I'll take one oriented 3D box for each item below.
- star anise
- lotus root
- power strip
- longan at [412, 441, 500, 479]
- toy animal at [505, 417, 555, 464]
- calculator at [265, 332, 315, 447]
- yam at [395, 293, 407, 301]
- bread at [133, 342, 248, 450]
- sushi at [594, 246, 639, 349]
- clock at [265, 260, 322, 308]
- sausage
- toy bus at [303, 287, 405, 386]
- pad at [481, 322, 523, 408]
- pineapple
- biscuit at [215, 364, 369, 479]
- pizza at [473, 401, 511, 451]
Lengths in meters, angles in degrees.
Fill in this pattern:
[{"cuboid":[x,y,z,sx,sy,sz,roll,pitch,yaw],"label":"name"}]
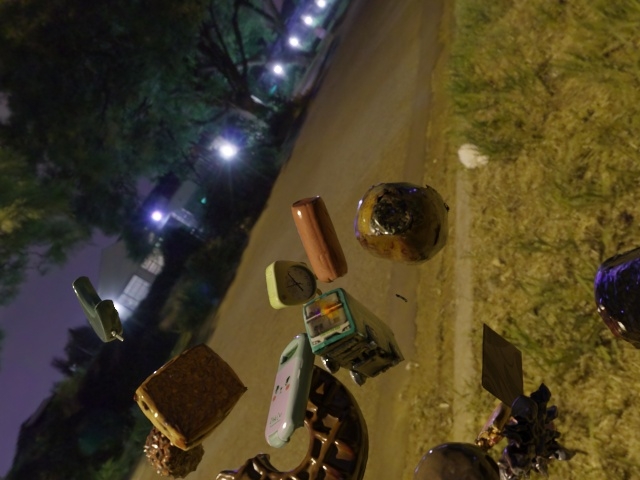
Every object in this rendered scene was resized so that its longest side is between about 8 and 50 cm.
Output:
[{"cuboid":[0.520,0.492,1.357,0.129,0.212,0.283,6,71,56],"label":"star anise"},{"cuboid":[0.182,-0.033,1.201,0.397,0.195,0.179,10,-104,-74],"label":"lotus root"},{"cuboid":[-0.505,0.171,1.270,0.044,0.137,0.216,-27,32,-31],"label":"power strip"},{"cuboid":[0.430,0.791,1.703,0.319,0.318,0.319,-56,10,15],"label":"longan"},{"cuboid":[0.688,0.636,1.789,0.197,0.171,0.171,13,-65,-56],"label":"toy animal"},{"cuboid":[-0.059,0.303,1.140,0.141,0.045,0.246,-49,24,51],"label":"calculator"},{"cuboid":[0.320,0.227,2.183,0.014,0.014,0.107,-59,16,-1],"label":"yam"},{"cuboid":[-0.325,0.396,1.404,0.235,0.210,0.099,-36,-20,-39],"label":"bread"},{"cuboid":[0.927,0.145,1.465,0.281,0.299,0.294,-36,-10,-13],"label":"sushi"},{"cuboid":[-0.082,0.163,2.007,0.069,0.231,0.170,-34,60,49],"label":"clock"},{"cuboid":[0.000,0.001,1.889,0.121,0.304,0.121,-20,11,4],"label":"sausage"},{"cuboid":[0.059,0.159,0.878,0.091,0.262,0.109,-28,59,10],"label":"toy bus"},{"cuboid":[0.697,0.486,2.099,0.004,0.220,0.330,-45,15,37],"label":"pad"},{"cuboid":[-0.418,0.569,1.550,0.193,0.166,0.166,21,77,46],"label":"pineapple"},{"cuboid":[-0.040,0.468,1.193,0.366,0.268,0.115,-58,-28,-17],"label":"biscuit"},{"cuboid":[0.660,0.728,2.097,0.229,0.081,0.289,-58,-20,9],"label":"pizza"}]
